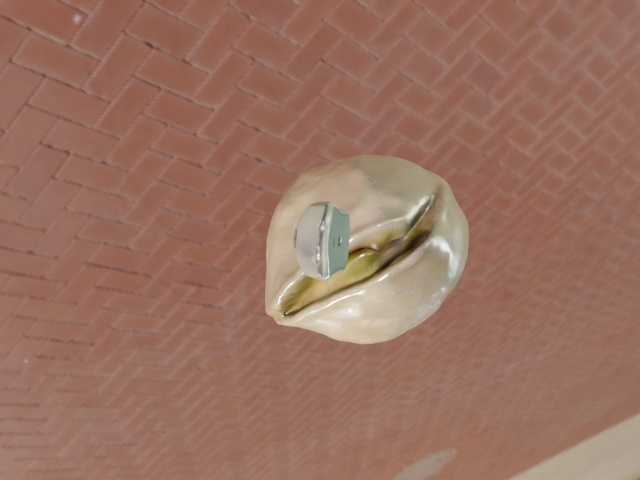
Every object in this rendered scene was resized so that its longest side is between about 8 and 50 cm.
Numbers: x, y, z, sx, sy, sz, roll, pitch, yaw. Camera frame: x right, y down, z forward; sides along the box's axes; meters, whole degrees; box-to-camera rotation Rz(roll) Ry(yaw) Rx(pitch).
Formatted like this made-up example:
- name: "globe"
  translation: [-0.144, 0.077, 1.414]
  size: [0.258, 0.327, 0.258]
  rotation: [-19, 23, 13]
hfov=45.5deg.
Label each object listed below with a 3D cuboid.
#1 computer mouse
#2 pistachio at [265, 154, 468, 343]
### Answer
- name: "computer mouse"
  translation: [0.000, 0.000, 0.566]
  size: [0.032, 0.055, 0.110]
  rotation: [5, 180, 11]
- name: "pistachio"
  translation: [0.043, 0.011, 0.814]
  size: [0.226, 0.207, 0.332]
  rotation: [-33, -177, -18]
